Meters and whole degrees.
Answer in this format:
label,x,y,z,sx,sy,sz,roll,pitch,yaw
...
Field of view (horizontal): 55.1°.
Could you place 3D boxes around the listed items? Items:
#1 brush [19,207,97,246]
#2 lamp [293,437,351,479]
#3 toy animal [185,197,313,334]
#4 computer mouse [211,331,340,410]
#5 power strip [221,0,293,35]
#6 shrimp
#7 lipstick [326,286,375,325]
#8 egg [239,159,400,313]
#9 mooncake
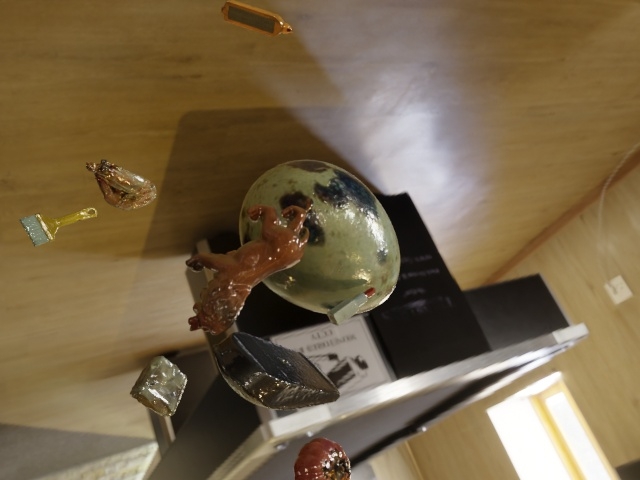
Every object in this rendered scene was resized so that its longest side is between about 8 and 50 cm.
label,x,y,z,sx,sy,sz,roll,pitch,yaw
brush,-0.686,-0.051,1.635,0.205,0.083,0.011,-27,174,-47
lamp,0.012,0.635,1.681,0.140,0.182,0.182,-23,161,40
toy animal,-0.119,0.044,1.094,0.312,0.158,0.097,-37,143,0
computer mouse,-0.093,0.272,1.213,0.295,0.168,0.087,26,99,-46
power strip,-0.148,-0.522,1.450,0.178,0.028,0.049,20,128,5
shrimp,-0.656,-0.179,1.990,0.154,0.062,0.294,-33,144,9
lipstick,0.075,0.137,1.338,0.129,0.030,0.030,-33,-162,-25
egg,0.000,0.000,1.498,0.345,0.428,0.345,-44,174,-5
mooncake,-0.418,0.383,1.595,0.073,0.125,0.130,-18,124,42
